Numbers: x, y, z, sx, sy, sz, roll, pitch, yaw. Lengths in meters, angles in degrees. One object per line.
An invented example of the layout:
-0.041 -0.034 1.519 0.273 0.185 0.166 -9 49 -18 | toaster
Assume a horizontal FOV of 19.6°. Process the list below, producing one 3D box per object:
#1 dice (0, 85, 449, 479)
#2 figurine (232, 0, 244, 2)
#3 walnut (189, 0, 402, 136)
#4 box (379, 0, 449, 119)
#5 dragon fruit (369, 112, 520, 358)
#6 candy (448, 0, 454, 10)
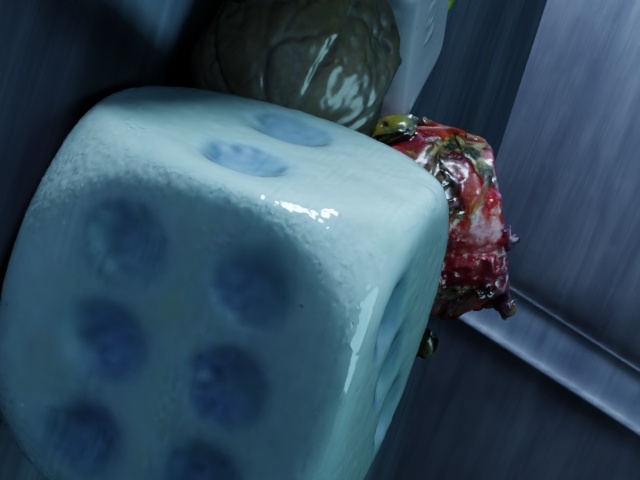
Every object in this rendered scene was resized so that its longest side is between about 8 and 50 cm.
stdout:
-0.069 0.049 1.362 0.262 0.265 0.268 -38 146 -70 | dice
0.027 -0.316 1.368 0.185 0.205 0.332 91 21 -64 | figurine
-0.017 -0.157 1.551 0.178 0.178 0.230 97 11 -47 | walnut
0.070 -0.246 1.951 0.336 0.106 0.264 96 17 -51 | box
0.136 -0.016 1.960 0.211 0.147 0.282 -129 -155 -64 | dragon fruit
0.099 -0.230 2.258 0.077 0.073 0.262 -33 153 -42 | candy
